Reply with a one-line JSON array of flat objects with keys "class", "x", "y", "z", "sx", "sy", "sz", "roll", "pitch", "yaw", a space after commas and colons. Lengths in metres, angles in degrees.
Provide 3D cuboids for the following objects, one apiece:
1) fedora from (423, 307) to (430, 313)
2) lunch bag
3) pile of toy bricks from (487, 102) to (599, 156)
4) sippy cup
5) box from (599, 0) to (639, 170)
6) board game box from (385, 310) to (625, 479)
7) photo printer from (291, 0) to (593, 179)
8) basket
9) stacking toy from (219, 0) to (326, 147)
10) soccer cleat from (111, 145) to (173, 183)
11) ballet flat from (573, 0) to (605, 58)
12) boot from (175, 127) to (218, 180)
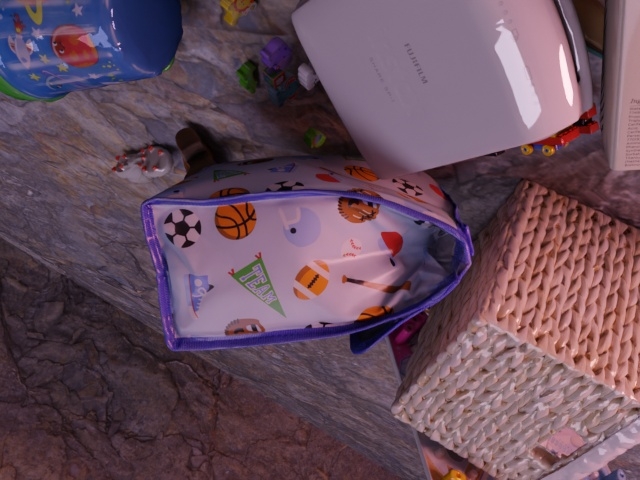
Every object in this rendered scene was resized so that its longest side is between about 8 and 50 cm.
[{"class": "fedora", "x": 0.218, "y": 0.072, "z": 1.297, "sx": 0.194, "sy": 0.079, "sz": 0.194, "roll": 22, "pitch": 152, "yaw": 12}, {"class": "lunch bag", "x": 0.000, "y": 0.000, "z": 0.936, "sx": 0.385, "sy": 0.328, "sz": 0.239, "roll": -7, "pitch": 106, "yaw": 5}, {"class": "pile of toy bricks", "x": 0.230, "y": -0.171, "z": 0.830, "sx": 0.212, "sy": 0.118, "sz": 0.105, "roll": 16, "pitch": 129, "yaw": 56}, {"class": "sippy cup", "x": -0.319, "y": -0.304, "z": 0.911, "sx": 0.224, "sy": 0.305, "sz": 0.240, "roll": 6, "pitch": 124, "yaw": 22}, {"class": "box", "x": 0.311, "y": -0.199, "z": 0.592, "sx": 0.113, "sy": 0.094, "sz": 0.275, "roll": -2, "pitch": 131, "yaw": 15}, {"class": "board game box", "x": 0.323, "y": 0.290, "z": 1.172, "sx": 0.389, "sy": 0.390, "sz": 0.050, "roll": 9, "pitch": 134, "yaw": -25}, {"class": "photo printer", "x": 0.126, "y": -0.205, "z": 0.725, "sx": 0.307, "sy": 0.107, "sz": 0.256, "roll": -8, "pitch": 116, "yaw": 56}, {"class": "basket", "x": 0.316, "y": 0.140, "z": 1.003, "sx": 0.266, "sy": 0.331, "sz": 0.328, "roll": 30, "pitch": 139, "yaw": 3}, {"class": "stacking toy", "x": -0.055, "y": -0.237, "z": 0.950, "sx": 0.167, "sy": 0.052, "sz": 0.221, "roll": 44, "pitch": 166, "yaw": 16}, {"class": "soccer cleat", "x": -0.358, "y": -0.155, "z": 1.415, "sx": 0.196, "sy": 0.068, "sz": 0.076, "roll": 1, "pitch": 160, "yaw": 43}, {"class": "ballet flat", "x": 0.332, "y": -0.207, "z": 0.702, "sx": 0.232, "sy": 0.080, "sz": 0.073, "roll": 30, "pitch": 126, "yaw": -15}, {"class": "boot", "x": -0.207, "y": -0.102, "z": 1.270, "sx": 0.072, "sy": 0.197, "sz": 0.152, "roll": -19, "pitch": 154, "yaw": 1}]
